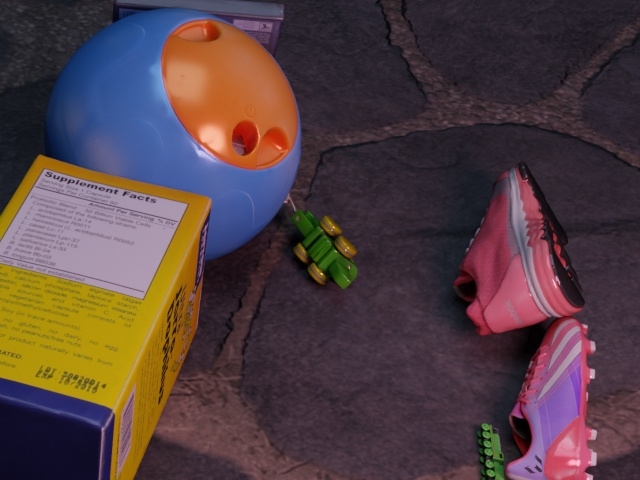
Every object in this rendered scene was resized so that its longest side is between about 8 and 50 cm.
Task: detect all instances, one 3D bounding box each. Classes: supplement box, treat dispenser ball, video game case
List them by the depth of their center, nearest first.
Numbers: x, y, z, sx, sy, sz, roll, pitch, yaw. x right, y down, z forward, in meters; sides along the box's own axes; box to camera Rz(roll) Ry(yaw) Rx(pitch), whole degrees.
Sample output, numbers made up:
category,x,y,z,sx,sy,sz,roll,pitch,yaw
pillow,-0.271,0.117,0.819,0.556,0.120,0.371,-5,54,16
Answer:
category,x,y,z,sx,sy,sz,roll,pitch,yaw
supplement box,-0.253,0.109,1.691,0.194,0.195,0.356,14,40,5
treat dispenser ball,-0.165,-0.115,1.910,0.288,0.288,0.288,6,39,-5
video game case,-0.157,-0.220,2.070,0.196,0.274,0.026,4,69,-7

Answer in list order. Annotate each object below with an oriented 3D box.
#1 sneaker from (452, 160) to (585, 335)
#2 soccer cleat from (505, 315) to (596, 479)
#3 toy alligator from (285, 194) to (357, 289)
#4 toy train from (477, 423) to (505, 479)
category,x,y,z,sx,sy,sz,roll,pitch,yaw
sneaker,0.210,0.008,1.981,0.136,0.116,0.314,-27,21,13
soccer cleat,0.244,0.167,1.821,0.095,0.083,0.248,5,41,1
toy alligator,0.000,0.000,1.997,0.051,0.056,0.190,34,15,-46
toy train,0.180,0.224,1.783,0.023,0.017,0.083,14,38,-11
